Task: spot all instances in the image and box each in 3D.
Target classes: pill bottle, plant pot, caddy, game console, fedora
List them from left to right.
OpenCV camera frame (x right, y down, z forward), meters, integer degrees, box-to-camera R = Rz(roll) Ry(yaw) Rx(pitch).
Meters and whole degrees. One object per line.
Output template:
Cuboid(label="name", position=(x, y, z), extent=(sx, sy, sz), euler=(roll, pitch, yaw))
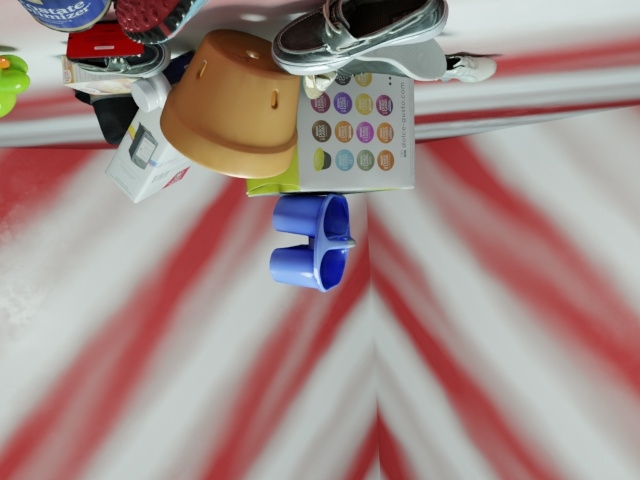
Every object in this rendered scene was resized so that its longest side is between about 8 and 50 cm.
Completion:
Cuboid(label="pill bottle", position=(-0.323, -0.337, 0.697), extent=(0.122, 0.123, 0.219), euler=(-4, -177, -10))
Cuboid(label="game console", position=(-0.398, -0.376, 1.139), extent=(0.143, 0.124, 0.085), euler=(-4, 156, -1))
Cuboid(label="fedora", position=(-0.553, -0.361, 1.731), extent=(0.333, 0.153, 0.334), euler=(-3, -177, 0))
Cuboid(label="pill bottle", position=(-0.331, -0.351, 1.319), extent=(0.169, 0.094, 0.094), euler=(-36, -160, -29))
Cuboid(label="plant pot", position=(-0.162, -0.293, 1.214), extent=(0.290, 0.204, 0.291), euler=(18, -145, -13))
Cuboid(label="caddy", position=(0.000, 0.000, 1.503), extent=(0.179, 0.242, 0.341), euler=(6, -176, 14))

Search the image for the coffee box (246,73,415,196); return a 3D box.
Cuboid(label="coffee box", position=(0.011, -0.288, 1.527), extent=(0.334, 0.338, 0.338), euler=(-4, -177, -28))

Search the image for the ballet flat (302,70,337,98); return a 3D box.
Cuboid(label="ballet flat", position=(-0.001, -0.361, 1.225), extent=(0.067, 0.073, 0.206), euler=(28, 159, 21))

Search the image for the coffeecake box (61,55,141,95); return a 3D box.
Cuboid(label="coffeecake box", position=(-0.479, -0.389, 1.381), extent=(0.185, 0.068, 0.142), euler=(-2, -176, 9))

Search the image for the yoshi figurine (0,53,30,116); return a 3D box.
Cuboid(label="yoshi figurine", position=(-0.801, -0.315, 1.231), extent=(0.361, 0.204, 0.203), euler=(-7, -160, -24))

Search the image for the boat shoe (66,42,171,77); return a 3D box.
Cuboid(label="boat shoe", position=(-0.421, -0.381, 1.232), extent=(0.219, 0.078, 0.070), euler=(-1, -176, 14))

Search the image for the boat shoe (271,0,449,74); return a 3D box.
Cuboid(label="boat shoe", position=(0.052, -0.391, 1.046), extent=(0.335, 0.121, 0.119), euler=(-11, 169, 21))

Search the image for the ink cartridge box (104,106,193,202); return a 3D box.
Cuboid(label="ink cartridge box", position=(-0.419, -0.273, 1.615), extent=(0.306, 0.131, 0.226), euler=(-48, 177, 34))

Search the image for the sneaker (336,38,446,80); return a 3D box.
Cuboid(label="sneaker", position=(0.134, -0.406, 1.302), extent=(0.295, 0.105, 0.146), euler=(2, -179, -32))

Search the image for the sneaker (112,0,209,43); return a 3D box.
Cuboid(label="sneaker", position=(-0.158, -0.341, 0.776), extent=(0.261, 0.104, 0.125), euler=(-20, -170, 31))

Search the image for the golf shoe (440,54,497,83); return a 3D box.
Cuboid(label="golf shoe", position=(0.371, -0.446, 1.522), extent=(0.176, 0.069, 0.086), euler=(-4, 177, 3))
